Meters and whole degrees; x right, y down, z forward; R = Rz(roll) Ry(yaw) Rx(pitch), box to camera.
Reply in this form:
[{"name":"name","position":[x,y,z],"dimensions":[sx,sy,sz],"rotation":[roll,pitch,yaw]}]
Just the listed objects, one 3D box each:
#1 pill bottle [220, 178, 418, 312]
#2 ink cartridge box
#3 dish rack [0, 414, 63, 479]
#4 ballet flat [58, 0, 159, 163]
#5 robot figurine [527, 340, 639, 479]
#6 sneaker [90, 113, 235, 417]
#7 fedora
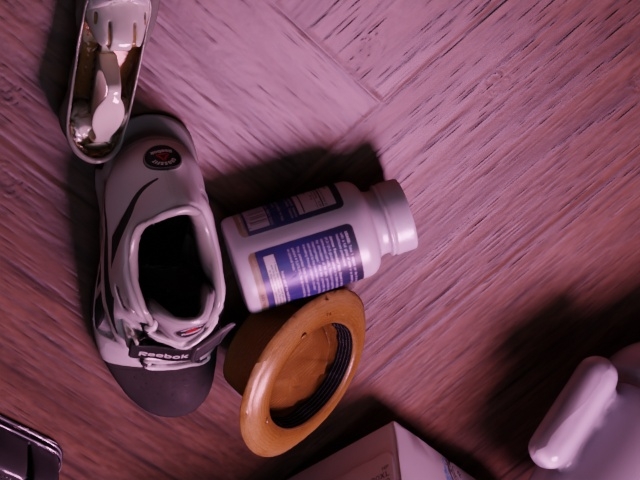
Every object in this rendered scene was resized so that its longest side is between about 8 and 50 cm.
[{"name":"pill bottle","position":[0.000,0.000,1.610],"dimensions":[0.169,0.094,0.094],"rotation":[-17,129,-6]},{"name":"ink cartridge box","position":[0.089,0.338,1.828],"dimensions":[0.171,0.168,0.233],"rotation":[-33,130,25]},{"name":"dish rack","position":[-0.403,0.274,1.695],"dimensions":[0.208,0.074,0.271],"rotation":[32,112,-33]},{"name":"ballet flat","position":[-0.172,-0.159,1.448],"dimensions":[0.072,0.068,0.213],"rotation":[2,124,-21]},{"name":"robot figurine","position":[0.337,0.249,1.803],"dimensions":[0.300,0.200,0.353],"rotation":[44,73,-31]},{"name":"sneaker","position":[-0.144,0.062,1.578],"dimensions":[0.122,0.146,0.330],"rotation":[-13,130,-12]},{"name":"fedora","position":[-0.035,0.115,1.669],"dimensions":[0.194,0.079,0.194],"rotation":[-41,147,-33]}]
